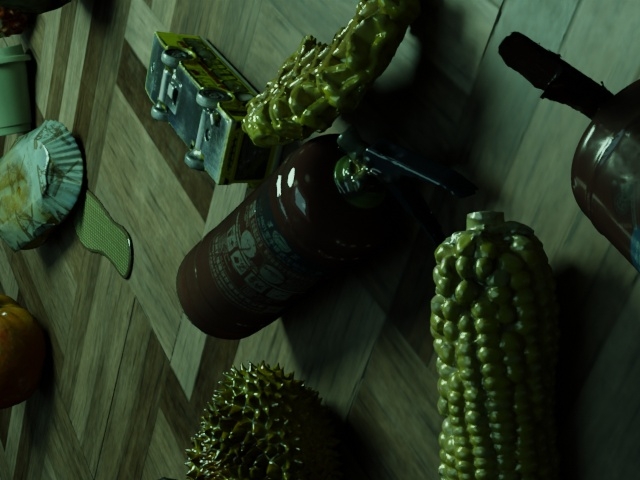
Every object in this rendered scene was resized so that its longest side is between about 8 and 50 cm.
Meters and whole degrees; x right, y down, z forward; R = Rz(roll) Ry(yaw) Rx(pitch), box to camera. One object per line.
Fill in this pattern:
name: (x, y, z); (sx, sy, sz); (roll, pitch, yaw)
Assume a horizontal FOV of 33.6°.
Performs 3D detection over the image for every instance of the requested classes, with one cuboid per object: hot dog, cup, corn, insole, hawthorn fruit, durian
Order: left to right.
hawthorn fruit: (-0.521, 0.179, 1.690); (0.189, 0.189, 0.189); (6, 96, 59)
cup: (-0.519, -0.241, 1.721); (0.120, 0.120, 0.141); (14, 117, 59)
hot dog: (-0.427, -0.079, 1.598); (0.270, 0.082, 0.162); (-26, 76, 51)
insole: (-0.303, -0.013, 1.459); (0.253, 0.005, 0.086); (30, 117, 55)
durian: (-0.046, 0.193, 0.918); (0.168, 0.137, 0.158); (63, 163, 14)
corn: (0.112, 0.124, 0.683); (0.086, 0.086, 0.288); (6, 99, 59)

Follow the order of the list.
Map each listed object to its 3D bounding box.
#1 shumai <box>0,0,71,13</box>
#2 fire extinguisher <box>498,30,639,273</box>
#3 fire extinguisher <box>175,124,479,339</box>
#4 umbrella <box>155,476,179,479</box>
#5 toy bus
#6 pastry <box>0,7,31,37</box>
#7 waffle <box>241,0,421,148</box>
shumai: (-0.429, -0.513, 1.354); (0.348, 0.395, 0.395); (-50, 47, 22)
fire extinguisher: (0.200, 0.010, 0.486); (0.105, 0.141, 0.341); (-48, 47, 14)
fire extinguisher: (0.000, 0.000, 0.866); (0.138, 0.102, 0.344); (51, 144, -2)
umbrella: (-0.099, 0.343, 1.028); (0.358, 0.113, 0.106); (42, 149, 51)
toy bus: (-0.116, -0.134, 1.066); (0.226, 0.074, 0.081); (48, 130, 48)
pastry: (-0.494, -0.413, 1.679); (0.115, 0.097, 0.208); (59, 138, 25)
waffle: (0.008, -0.136, 0.841); (0.149, 0.051, 0.194); (-53, 15, -18)
